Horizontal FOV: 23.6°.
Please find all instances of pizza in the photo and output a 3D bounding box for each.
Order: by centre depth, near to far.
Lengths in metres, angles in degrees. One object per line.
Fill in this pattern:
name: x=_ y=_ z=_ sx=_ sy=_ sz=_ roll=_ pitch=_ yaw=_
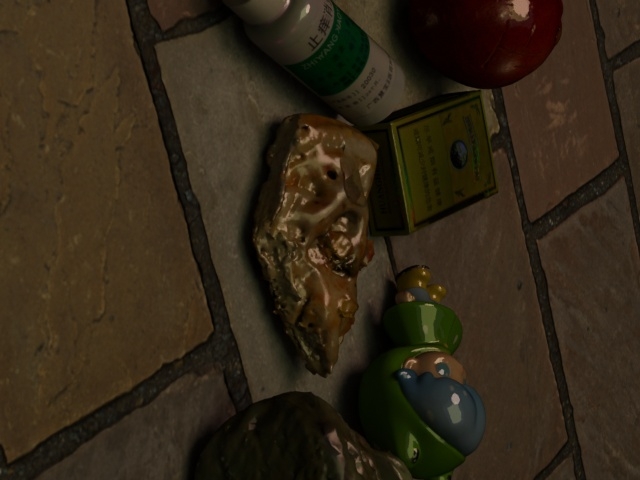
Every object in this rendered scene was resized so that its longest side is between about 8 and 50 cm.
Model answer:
pizza: x=0.000 y=0.000 z=1.714 sx=0.189 sy=0.071 sz=0.297 roll=27 pitch=67 yaw=-50

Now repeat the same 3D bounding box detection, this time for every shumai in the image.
shumai: x=-0.010 y=0.289 z=1.633 sx=0.218 sy=0.189 sz=0.256 roll=1 pitch=71 yaw=-70

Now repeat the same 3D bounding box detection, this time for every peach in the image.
peach: x=0.202 y=-0.280 z=1.918 sx=0.197 sy=0.197 sz=0.197 roll=5 pitch=84 yaw=-53

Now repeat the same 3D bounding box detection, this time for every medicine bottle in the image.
medicine bottle: x=-0.009 y=-0.222 z=1.700 sx=0.260 sy=0.095 sz=0.095 roll=34 pitch=62 yaw=-46

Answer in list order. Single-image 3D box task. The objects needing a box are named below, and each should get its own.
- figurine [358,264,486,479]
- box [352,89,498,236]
figurine: x=0.121 y=0.163 z=1.822 sx=0.162 sy=0.143 sz=0.263 roll=48 pitch=34 yaw=-50
box: x=0.135 y=-0.099 z=1.906 sx=0.220 sy=0.064 sz=0.141 roll=-23 pitch=106 yaw=-53
